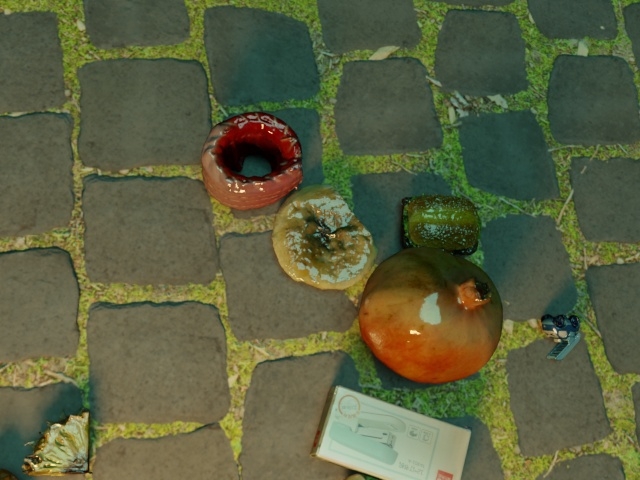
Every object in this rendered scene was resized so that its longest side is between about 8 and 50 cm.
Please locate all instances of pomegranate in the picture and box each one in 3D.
[{"bbox_3d":[0.204,0.126,1.259,0.252,0.270,0.229,28,61,-8],"label":"pomegranate"}]

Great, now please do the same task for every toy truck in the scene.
[{"bbox_3d":[0.474,0.191,1.406,0.073,0.056,0.090,3,85,-16],"label":"toy truck"}]

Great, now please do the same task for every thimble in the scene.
[{"bbox_3d":[-0.133,-0.150,1.356,0.189,0.125,0.163,-9,76,-13],"label":"thimble"}]

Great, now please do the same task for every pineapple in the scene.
[{"bbox_3d":[-0.419,0.345,1.177,0.116,0.069,0.137,40,68,4],"label":"pineapple"}]

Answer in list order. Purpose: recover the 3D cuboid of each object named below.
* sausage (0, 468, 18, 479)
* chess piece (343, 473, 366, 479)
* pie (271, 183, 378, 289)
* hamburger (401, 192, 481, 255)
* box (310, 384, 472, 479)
[{"bbox_3d":[-0.511,0.513,1.102,0.102,0.076,0.302,10,71,-9],"label":"sausage"},{"bbox_3d":[0.149,0.577,1.194,0.117,0.117,0.397,-30,79,-18],"label":"chess piece"},{"bbox_3d":[0.000,0.001,1.375,0.185,0.052,0.218,-38,81,-14],"label":"pie"},{"bbox_3d":[0.243,-0.030,1.410,0.165,0.087,0.137,5,72,-10],"label":"hamburger"},{"bbox_3d":[0.127,0.361,1.270,0.269,0.079,0.135,20,71,-4],"label":"box"}]
